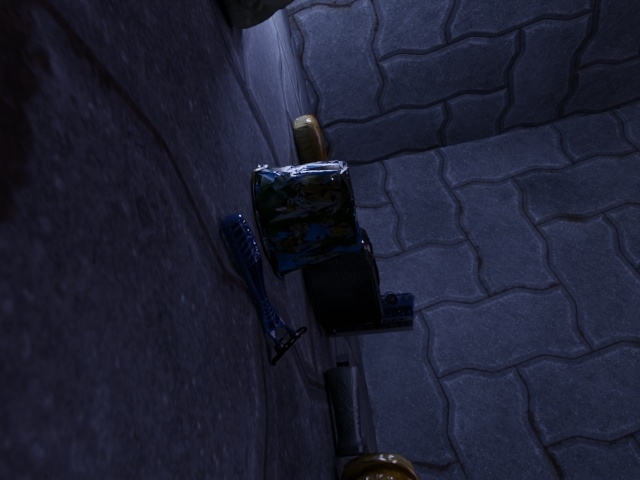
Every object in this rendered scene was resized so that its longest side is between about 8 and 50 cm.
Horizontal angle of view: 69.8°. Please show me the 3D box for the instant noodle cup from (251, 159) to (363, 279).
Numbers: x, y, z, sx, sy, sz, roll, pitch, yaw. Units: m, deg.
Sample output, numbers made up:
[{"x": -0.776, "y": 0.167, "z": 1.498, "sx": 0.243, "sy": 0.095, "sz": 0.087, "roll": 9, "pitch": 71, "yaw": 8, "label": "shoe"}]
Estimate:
[{"x": -0.018, "y": -0.054, "z": 0.912, "sx": 0.240, "sy": 0.178, "sz": 0.240, "roll": -11, "pitch": 90, "yaw": -85, "label": "instant noodle cup"}]

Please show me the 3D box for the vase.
[{"x": 0.070, "y": 0.453, "z": 1.217, "sx": 0.096, "sy": 0.096, "sz": 0.219, "roll": 68, "pitch": 15, "yaw": -63, "label": "vase"}]

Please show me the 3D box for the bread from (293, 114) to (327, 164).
[{"x": -0.036, "y": -0.368, "z": 1.800, "sx": 0.140, "sy": 0.106, "sz": 0.236, "roll": -97, "pitch": 174, "yaw": -58, "label": "bread"}]

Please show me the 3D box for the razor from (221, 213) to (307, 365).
[{"x": -0.087, "y": 0.071, "z": 0.665, "sx": 0.082, "sy": 0.042, "sz": 0.253, "roll": -44, "pitch": 133, "yaw": -33, "label": "razor"}]

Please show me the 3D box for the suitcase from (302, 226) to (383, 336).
[{"x": 0.069, "y": 0.122, "z": 1.307, "sx": 0.128, "sy": 0.202, "sz": 0.312, "roll": -93, "pitch": 170, "yaw": -60, "label": "suitcase"}]

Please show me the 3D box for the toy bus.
[{"x": 0.155, "y": 0.234, "z": 1.477, "sx": 0.106, "sy": 0.298, "sz": 0.130, "roll": 14, "pitch": 71, "yaw": -84, "label": "toy bus"}]

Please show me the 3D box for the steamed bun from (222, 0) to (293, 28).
[{"x": -0.111, "y": -0.622, "z": 0.847, "sx": 0.346, "sy": 0.238, "sz": 0.393, "roll": -92, "pitch": 169, "yaw": -59, "label": "steamed bun"}]

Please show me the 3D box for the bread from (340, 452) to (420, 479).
[{"x": 0.150, "y": 0.623, "z": 1.079, "sx": 0.120, "sy": 0.199, "sz": 0.235, "roll": -33, "pitch": 112, "yaw": -79, "label": "bread"}]

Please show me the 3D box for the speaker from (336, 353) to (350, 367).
[{"x": 0.094, "y": 0.494, "z": 1.627, "sx": 0.046, "sy": 0.040, "sz": 0.191, "roll": -87, "pitch": 164, "yaw": -67, "label": "speaker"}]
